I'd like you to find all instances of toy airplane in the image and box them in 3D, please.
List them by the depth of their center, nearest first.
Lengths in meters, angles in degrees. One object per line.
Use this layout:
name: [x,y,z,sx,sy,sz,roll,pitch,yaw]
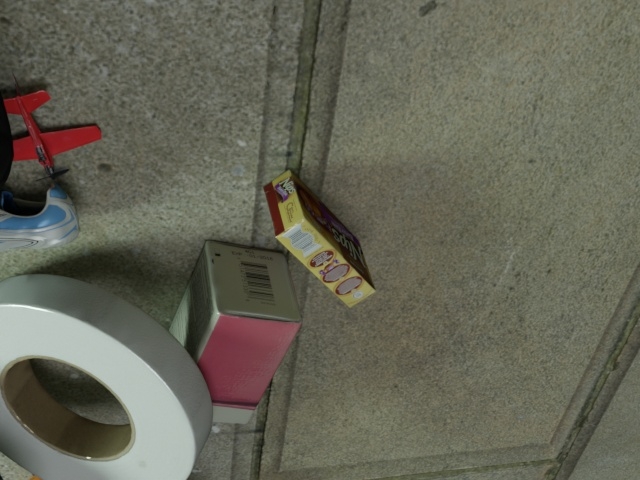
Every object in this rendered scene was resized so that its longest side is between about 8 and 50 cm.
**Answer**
toy airplane: [-0.342,-0.131,1.020,0.151,0.028,0.151,-9,133,-10]

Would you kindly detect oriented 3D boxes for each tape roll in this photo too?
tape roll: [-0.340,0.219,1.195,0.392,0.072,0.392,9,128,12]

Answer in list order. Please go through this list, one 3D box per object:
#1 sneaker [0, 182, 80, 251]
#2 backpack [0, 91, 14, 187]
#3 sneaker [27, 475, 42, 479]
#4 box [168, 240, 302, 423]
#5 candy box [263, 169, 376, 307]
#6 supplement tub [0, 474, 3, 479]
sneaker: [-0.426,-0.016,1.076,0.237,0.085,0.086,-13,107,1]
backpack: [-0.477,-0.055,0.883,0.355,0.290,0.273,-33,149,13]
sneaker: [-0.460,0.483,1.500,0.180,0.124,0.321,30,107,-30]
box: [-0.135,0.138,1.239,0.127,0.148,0.232,9,129,-24]
candy box: [0.000,0.000,1.177,0.053,0.109,0.187,-34,131,15]
supplement tub: [-0.560,0.362,1.211,0.191,0.272,0.191,-32,151,-21]
